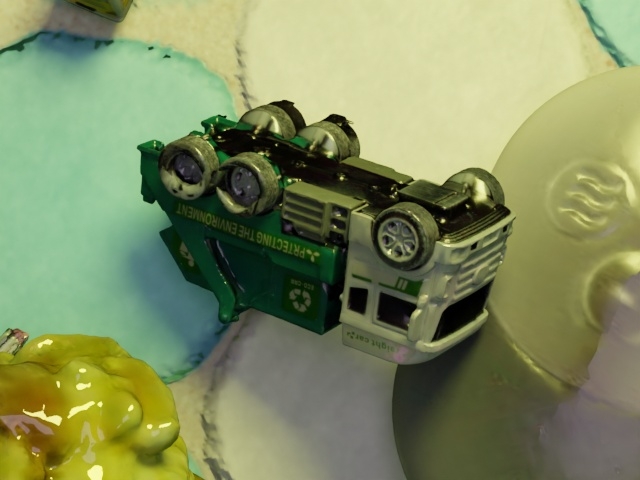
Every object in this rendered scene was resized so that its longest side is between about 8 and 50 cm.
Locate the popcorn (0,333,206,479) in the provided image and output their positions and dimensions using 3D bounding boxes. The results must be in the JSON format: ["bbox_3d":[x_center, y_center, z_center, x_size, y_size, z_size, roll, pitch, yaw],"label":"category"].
[{"bbox_3d":[-0.170,0.146,1.076,0.235,0.181,0.216,-22,105,-24],"label":"popcorn"}]

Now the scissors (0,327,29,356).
[{"bbox_3d":[-0.237,0.128,1.156,0.187,0.020,0.133,-38,110,-11],"label":"scissors"}]

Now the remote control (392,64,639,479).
[{"bbox_3d":[0.179,0.050,1.161,0.221,0.103,0.332,25,85,13],"label":"remote control"}]

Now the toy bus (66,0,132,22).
[{"bbox_3d":[-0.110,-0.222,1.186,0.057,0.072,0.172,23,83,3],"label":"toy bus"}]

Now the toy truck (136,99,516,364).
[{"bbox_3d":[0.000,0.000,1.134,0.216,0.110,0.116,20,116,26],"label":"toy truck"}]
